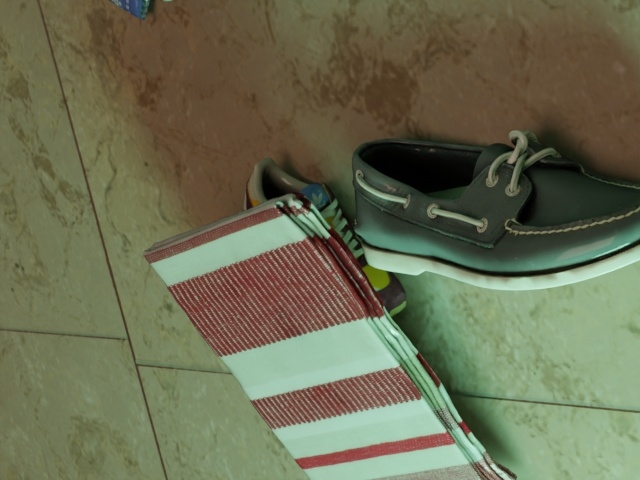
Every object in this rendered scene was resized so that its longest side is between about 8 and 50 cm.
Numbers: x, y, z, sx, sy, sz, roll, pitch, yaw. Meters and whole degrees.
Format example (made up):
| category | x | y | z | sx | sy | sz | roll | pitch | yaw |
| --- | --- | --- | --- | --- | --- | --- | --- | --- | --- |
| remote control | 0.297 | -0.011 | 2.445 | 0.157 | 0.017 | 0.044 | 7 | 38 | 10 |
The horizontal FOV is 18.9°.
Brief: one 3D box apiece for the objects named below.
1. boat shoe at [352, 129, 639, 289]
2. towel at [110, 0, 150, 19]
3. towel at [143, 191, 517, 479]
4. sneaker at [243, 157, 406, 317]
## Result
| category | x | y | z | sx | sy | sz | roll | pitch | yaw |
| --- | --- | --- | --- | --- | --- | --- | --- | --- | --- |
| boat shoe | 0.134 | -0.030 | 1.448 | 0.319 | 0.116 | 0.099 | 3 | 115 | 52 |
| towel | -0.270 | -0.372 | 1.775 | 0.336 | 0.040 | 0.243 | 32 | 131 | 33 |
| towel | 0.006 | 0.112 | 1.644 | 0.329 | 0.037 | 0.237 | 54 | 145 | -12 |
| sneaker | 0.000 | 0.000 | 1.643 | 0.185 | 0.069 | 0.084 | 32 | 135 | 32 |
